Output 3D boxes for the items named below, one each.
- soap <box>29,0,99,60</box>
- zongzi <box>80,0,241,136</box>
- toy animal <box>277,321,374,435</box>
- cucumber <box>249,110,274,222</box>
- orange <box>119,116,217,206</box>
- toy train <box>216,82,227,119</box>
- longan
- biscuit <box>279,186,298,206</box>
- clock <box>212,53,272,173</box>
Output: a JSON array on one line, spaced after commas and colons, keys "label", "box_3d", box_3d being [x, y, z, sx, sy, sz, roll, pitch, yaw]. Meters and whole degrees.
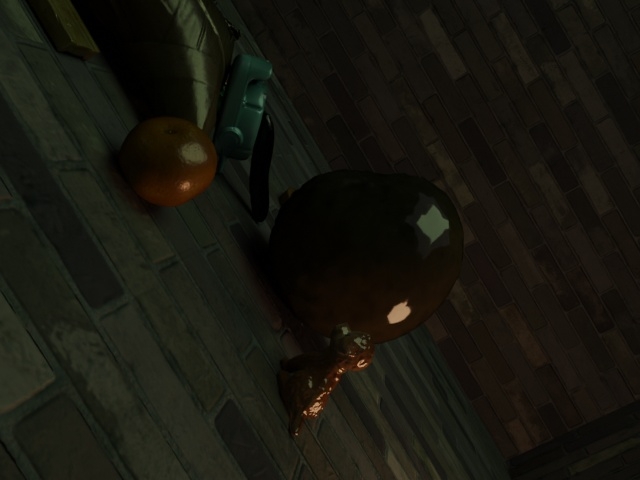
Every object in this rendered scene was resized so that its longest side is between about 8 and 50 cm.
[{"label": "soap", "box_3d": [-0.479, -0.432, 1.024, 0.251, 0.037, 0.092, 59, 10, -2]}, {"label": "zongzi", "box_3d": [-0.358, -0.437, 1.134, 0.500, 0.218, 0.466, 48, 21, -36]}, {"label": "toy animal", "box_3d": [0.021, 0.249, 1.079, 0.104, 0.185, 0.183, 56, 12, -25]}, {"label": "cucumber", "box_3d": [-0.144, -0.173, 1.450, 0.056, 0.056, 0.284, -95, -170, -65]}, {"label": "orange", "box_3d": [-0.251, -0.127, 0.984, 0.158, 0.159, 0.136, -109, -155, -43]}, {"label": "toy train", "box_3d": [-0.292, -0.403, 1.633, 0.227, 0.091, 0.136, 58, 22, -14]}, {"label": "longan", "box_3d": [0.101, 0.040, 1.366, 0.404, 0.437, 0.403, 8, 90, -89]}, {"label": "biscuit", "box_3d": [0.002, -0.001, 1.938, 0.385, 0.062, 0.364, 40, 24, -59]}, {"label": "clock", "box_3d": [-0.188, -0.292, 1.390, 0.094, 0.273, 0.223, 13, 14, -13]}]
